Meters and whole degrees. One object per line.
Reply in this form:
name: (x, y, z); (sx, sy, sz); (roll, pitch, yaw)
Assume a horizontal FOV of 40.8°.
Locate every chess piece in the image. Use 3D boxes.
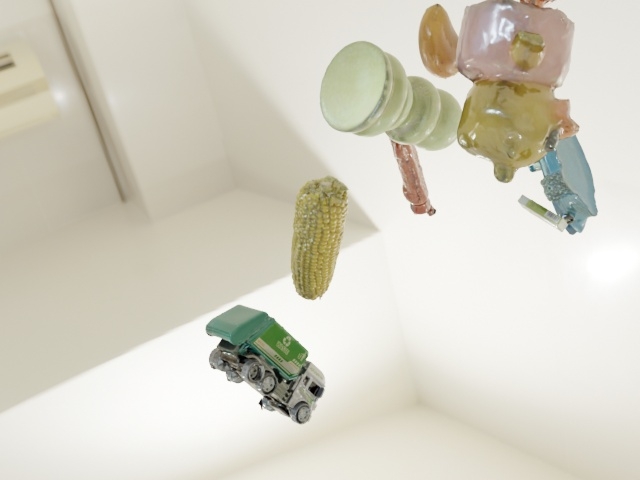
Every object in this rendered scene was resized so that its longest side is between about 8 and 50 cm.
chess piece: (0.134, -0.213, 1.396); (0.251, 0.144, 0.144); (14, -177, -45)

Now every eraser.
eraser: (0.366, -0.045, 1.419); (0.083, 0.038, 0.019); (37, -86, 34)

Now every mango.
mango: (0.247, -0.417, 1.831); (0.084, 0.159, 0.105); (-4, -144, 44)

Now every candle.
candle: (0.180, -0.126, 1.704); (0.048, 0.329, 0.051); (35, -101, 27)

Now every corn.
corn: (-0.005, 0.000, 1.507); (0.091, 0.260, 0.091); (5, -138, -2)

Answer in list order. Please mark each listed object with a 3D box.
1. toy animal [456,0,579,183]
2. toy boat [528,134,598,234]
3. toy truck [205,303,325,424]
toy animal: (0.274, -0.222, 1.208); (0.169, 0.281, 0.195); (-2, -176, 12)
toy boat: (0.421, -0.123, 1.545); (0.109, 0.237, 0.098); (-17, 173, -36)
toy truck: (-0.095, 0.215, 1.500); (0.114, 0.253, 0.124); (10, -118, 48)
